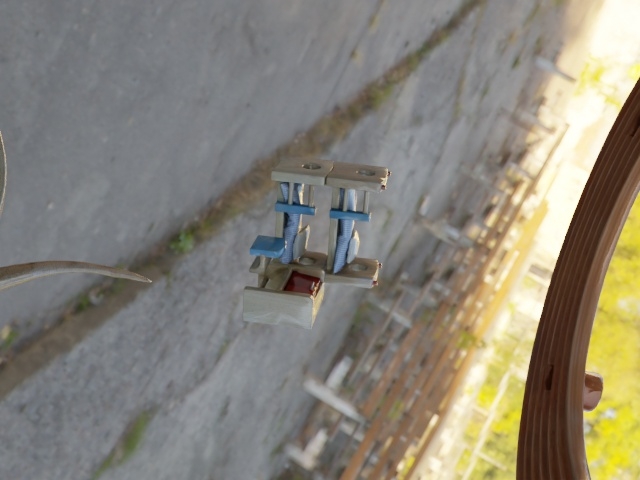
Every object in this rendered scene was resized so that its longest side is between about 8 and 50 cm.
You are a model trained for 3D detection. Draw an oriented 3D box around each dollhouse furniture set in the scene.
[{"bbox_3d":[0.000,0.000,1.104,0.183,0.129,0.129,-66,161,-67],"label":"dollhouse furniture set"}]

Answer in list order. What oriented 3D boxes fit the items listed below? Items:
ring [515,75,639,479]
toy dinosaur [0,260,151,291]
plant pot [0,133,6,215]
[{"bbox_3d":[0.162,0.017,0.398,0.336,0.032,0.336,-161,-90,-84],"label":"ring"},{"bbox_3d":[-0.205,0.034,0.496,0.212,0.064,0.112,-20,180,9],"label":"toy dinosaur"},{"bbox_3d":[-0.529,-0.046,1.182,0.323,0.323,0.280,-57,-175,-18],"label":"plant pot"}]
